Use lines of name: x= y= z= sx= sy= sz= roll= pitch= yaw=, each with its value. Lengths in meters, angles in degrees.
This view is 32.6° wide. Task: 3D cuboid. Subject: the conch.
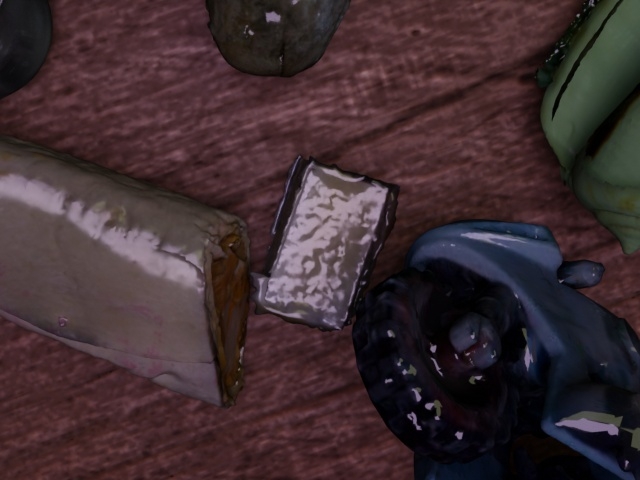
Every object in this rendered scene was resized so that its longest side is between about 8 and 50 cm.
conch: x=0.240 y=-0.114 z=0.782 sx=0.137 sy=0.143 sz=0.250 roll=5 pitch=85 yaw=-47

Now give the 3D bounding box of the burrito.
burrito: x=-0.168 y=0.007 z=0.769 sx=0.299 sy=0.105 sz=0.143 roll=24 pitch=121 yaw=-8

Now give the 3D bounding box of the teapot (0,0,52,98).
teapot: x=-0.261 y=-0.150 z=0.736 sx=0.149 sy=0.108 sz=0.111 roll=7 pitch=97 yaw=-6

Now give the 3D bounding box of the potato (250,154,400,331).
potato: x=-0.001 y=0.002 z=0.807 sx=0.086 sy=0.061 sz=0.122 roll=19 pitch=99 yaw=-8

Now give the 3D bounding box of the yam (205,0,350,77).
yam: x=0.005 y=-0.269 z=0.734 sx=0.133 sy=0.133 sz=0.330 roll=16 pitch=101 yaw=-7

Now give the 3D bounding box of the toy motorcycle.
toy motorcycle: x=0.183 y=0.129 z=0.783 sx=0.416 sy=0.232 sz=0.172 roll=39 pitch=125 yaw=-20
